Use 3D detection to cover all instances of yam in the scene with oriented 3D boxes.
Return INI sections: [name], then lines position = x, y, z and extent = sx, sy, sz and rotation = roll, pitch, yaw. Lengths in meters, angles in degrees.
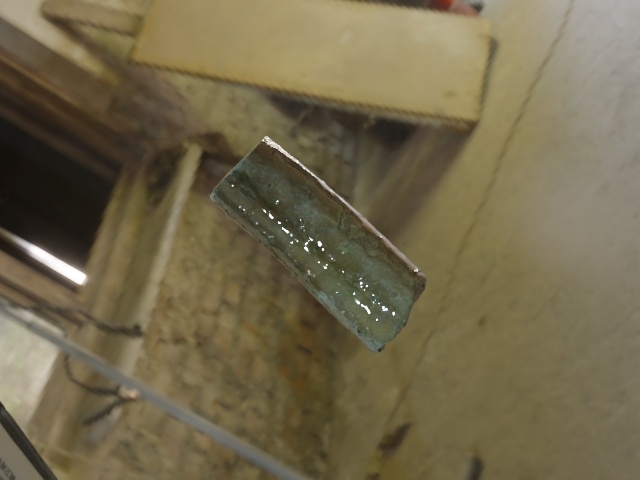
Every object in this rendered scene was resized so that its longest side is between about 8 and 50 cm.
[yam]
position = 0.000, 0.000, 0.696
extent = 0.054, 0.132, 0.054
rotation = -48, -3, -3

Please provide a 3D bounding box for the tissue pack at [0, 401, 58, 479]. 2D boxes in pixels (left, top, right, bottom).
[tissue pack]
position = -0.153, 0.057, 0.368
extent = 0.090, 0.170, 0.103
rotation = 6, 45, 39
